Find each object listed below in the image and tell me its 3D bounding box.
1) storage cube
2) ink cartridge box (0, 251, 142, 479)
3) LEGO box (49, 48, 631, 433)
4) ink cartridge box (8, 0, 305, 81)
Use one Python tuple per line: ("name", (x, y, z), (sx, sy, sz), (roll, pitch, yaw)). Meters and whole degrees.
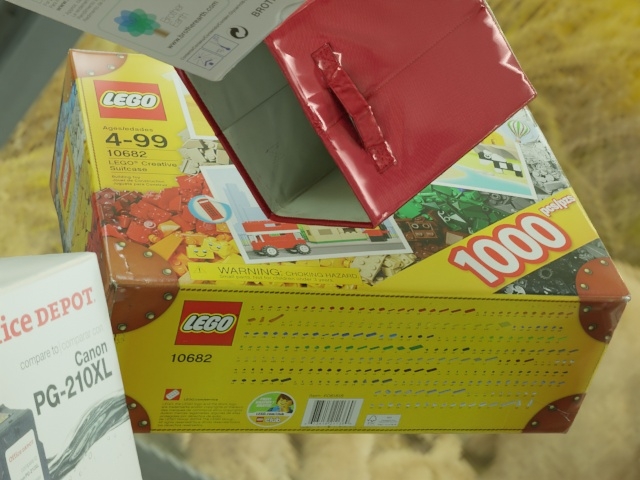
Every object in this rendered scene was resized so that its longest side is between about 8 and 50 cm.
("storage cube", (0.022, -0.140, 1.261), (0.193, 0.215, 0.183), (-39, 110, -21))
("ink cartridge box", (-0.187, 0.137, 0.870), (0.172, 0.100, 0.237), (-27, 108, -66))
("LEGO box", (0.000, 0.000, 1.543), (0.500, 0.193, 0.372), (2, 39, -18))
("ink cartridge box", (-0.141, -0.200, 0.843), (0.311, 0.186, 0.065), (17, 58, -30))
